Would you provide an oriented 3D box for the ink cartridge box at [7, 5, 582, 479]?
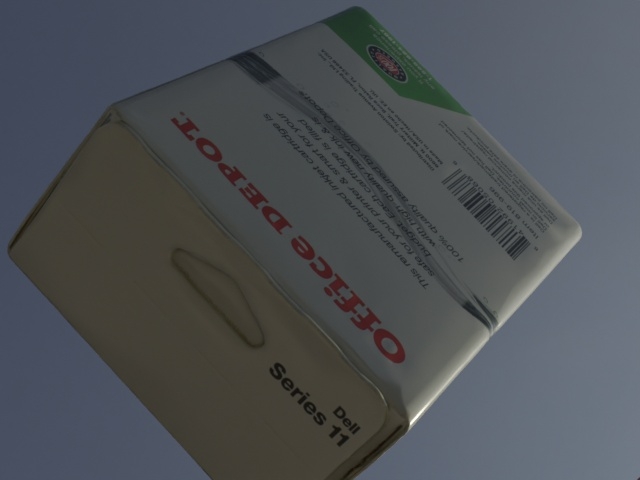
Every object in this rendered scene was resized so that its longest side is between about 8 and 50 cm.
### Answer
[{"bbox_3d":[0.000,0.000,0.544,0.153,0.208,0.087,47,-58,6],"label":"ink cartridge box"}]

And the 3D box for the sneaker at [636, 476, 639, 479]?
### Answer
[{"bbox_3d":[0.176,0.145,0.699,0.042,0.067,0.118,-51,-39,7],"label":"sneaker"}]
